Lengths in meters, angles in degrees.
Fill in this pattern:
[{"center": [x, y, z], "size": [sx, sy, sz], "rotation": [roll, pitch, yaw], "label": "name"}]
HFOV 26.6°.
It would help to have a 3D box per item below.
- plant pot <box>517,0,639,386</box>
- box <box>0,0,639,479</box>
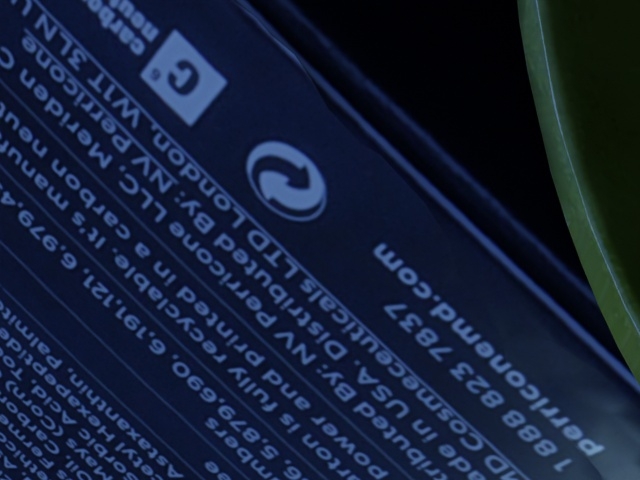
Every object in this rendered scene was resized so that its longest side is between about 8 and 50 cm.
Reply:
[{"center": [0.287, -0.091, 0.253], "size": [0.366, 0.353, 0.367], "rotation": [9, 101, 60], "label": "plant pot"}, {"center": [0.008, -0.059, 0.631], "size": [0.297, 0.480, 0.472], "rotation": [43, 138, -3], "label": "box"}]
